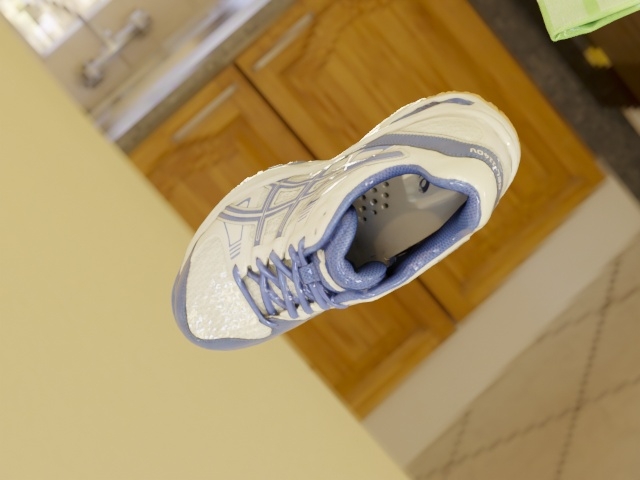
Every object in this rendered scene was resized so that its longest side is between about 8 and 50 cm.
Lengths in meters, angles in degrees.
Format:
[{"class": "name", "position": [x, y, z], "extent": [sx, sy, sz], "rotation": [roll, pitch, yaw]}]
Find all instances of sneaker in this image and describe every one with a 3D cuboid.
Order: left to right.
[{"class": "sneaker", "position": [0.000, 0.000, 1.145], "extent": [0.296, 0.112, 0.131], "rotation": [-34, 14, 25]}]

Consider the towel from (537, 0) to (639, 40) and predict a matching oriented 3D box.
[{"class": "towel", "position": [0.179, -0.201, 1.035], "extent": [0.113, 0.023, 0.152], "rotation": [-20, 57, 14]}]
